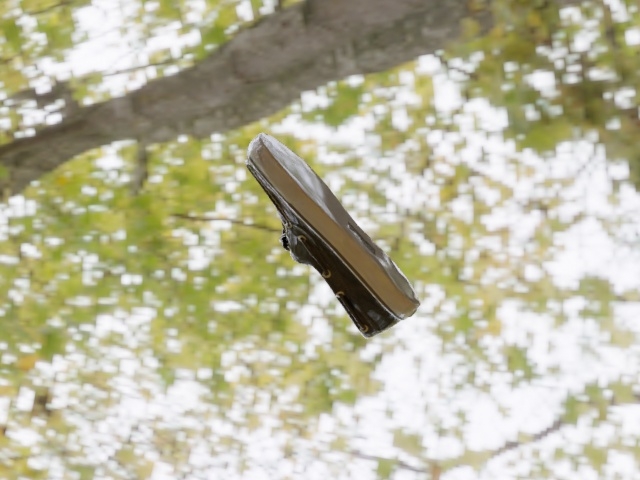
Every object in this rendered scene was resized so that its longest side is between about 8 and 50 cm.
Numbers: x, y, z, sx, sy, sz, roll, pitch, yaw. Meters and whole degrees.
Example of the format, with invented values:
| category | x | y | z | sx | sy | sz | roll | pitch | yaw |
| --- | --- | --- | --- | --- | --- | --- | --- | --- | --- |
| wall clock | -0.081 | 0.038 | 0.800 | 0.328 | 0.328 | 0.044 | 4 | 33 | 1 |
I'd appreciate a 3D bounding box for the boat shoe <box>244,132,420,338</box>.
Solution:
| category | x | y | z | sx | sy | sz | roll | pitch | yaw |
| --- | --- | --- | --- | --- | --- | --- | --- | --- | --- |
| boat shoe | 0.000 | 0.000 | 1.050 | 0.040 | 0.049 | 0.142 | -39 | -78 | 16 |
